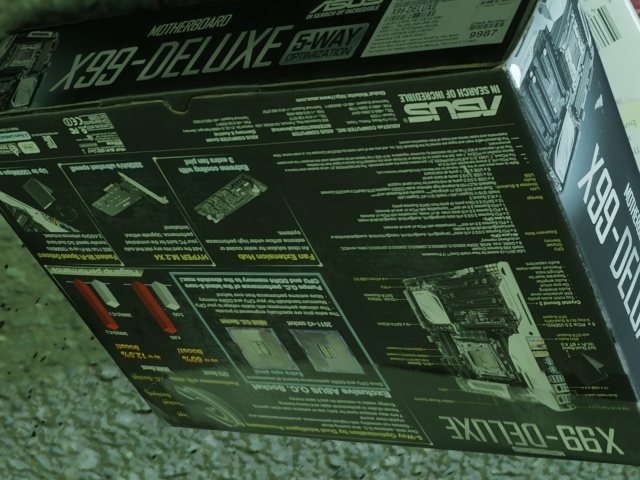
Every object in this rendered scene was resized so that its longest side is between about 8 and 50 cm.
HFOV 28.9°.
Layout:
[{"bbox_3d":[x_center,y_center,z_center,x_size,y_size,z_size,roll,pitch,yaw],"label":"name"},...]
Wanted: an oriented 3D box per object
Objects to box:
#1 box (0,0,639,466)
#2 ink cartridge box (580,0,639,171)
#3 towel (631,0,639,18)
[{"bbox_3d":[0.000,0.000,0.601,0.307,0.076,0.242,-2,135,33],"label":"box"},{"bbox_3d":[0.114,-0.056,0.635,0.134,0.078,0.231,-28,122,16],"label":"ink cartridge box"},{"bbox_3d":[0.143,-0.073,0.695,0.329,0.037,0.237,7,123,-9],"label":"towel"}]
